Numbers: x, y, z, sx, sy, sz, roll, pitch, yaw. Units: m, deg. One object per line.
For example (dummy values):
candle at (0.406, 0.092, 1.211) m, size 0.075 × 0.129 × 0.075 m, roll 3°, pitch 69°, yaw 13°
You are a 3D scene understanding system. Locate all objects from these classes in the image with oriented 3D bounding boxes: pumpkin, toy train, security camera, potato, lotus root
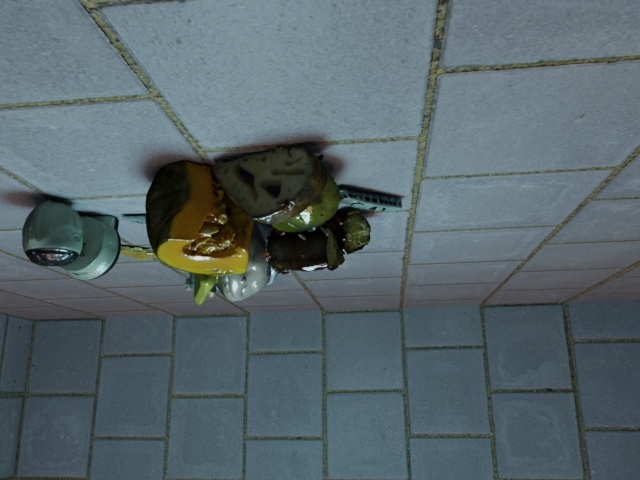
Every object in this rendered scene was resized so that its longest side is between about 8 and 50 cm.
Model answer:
pumpkin at (-0.294, -0.051, 1.421) m, size 0.303 × 0.226 × 0.256 m, roll 16°, pitch 154°, yaw -31°
toy train at (0.130, -0.108, 1.532) m, size 0.207 × 0.047 × 0.043 m, roll 7°, pitch 161°, yaw -31°
security camera at (-0.719, -0.002, 1.600) m, size 0.196 × 0.191 × 0.277 m, roll -3°, pitch 164°, yaw 12°
potato at (-0.044, -0.091, 1.397) m, size 0.169 × 0.144 × 0.248 m, roll 3°, pitch 165°, yaw -27°
lotus root at (-0.114, -0.123, 1.266) m, size 0.260 × 0.170 × 0.074 m, roll -13°, pitch 165°, yaw 16°

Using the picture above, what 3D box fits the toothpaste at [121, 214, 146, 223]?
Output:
toothpaste at (-0.489, -0.062, 1.691) m, size 0.205 × 0.036 × 0.056 m, roll 1°, pitch 164°, yaw 6°

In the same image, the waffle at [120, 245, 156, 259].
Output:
waffle at (-0.671, 0.034, 2.020) m, size 0.125 × 0.032 × 0.191 m, roll -6°, pitch 165°, yaw 25°

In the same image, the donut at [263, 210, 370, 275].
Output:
donut at (-0.022, 0.001, 1.626) m, size 0.259 × 0.136 × 0.345 m, roll -1°, pitch -169°, yaw 29°

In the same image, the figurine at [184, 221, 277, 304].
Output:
figurine at (-0.228, 0.083, 1.819) m, size 0.377 × 0.267 × 0.361 m, roll 5°, pitch 169°, yaw -21°
